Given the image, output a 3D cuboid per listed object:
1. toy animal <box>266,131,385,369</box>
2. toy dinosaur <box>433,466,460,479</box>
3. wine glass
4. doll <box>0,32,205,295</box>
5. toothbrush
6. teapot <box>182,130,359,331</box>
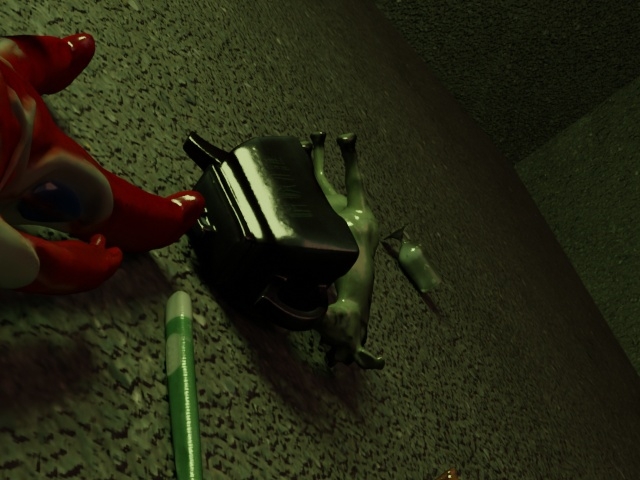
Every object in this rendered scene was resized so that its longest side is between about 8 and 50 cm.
[{"bbox_3d":[0.006,-0.001,0.824,0.217,0.073,0.176,-135,-142,-75],"label":"toy animal"},{"bbox_3d":[0.086,0.198,0.712,0.055,0.049,0.154,60,12,9],"label":"toy dinosaur"},{"bbox_3d":[0.107,0.022,1.161,0.083,0.039,0.042,58,14,1],"label":"wine glass"},{"bbox_3d":[-0.166,-0.053,0.458,0.188,0.099,0.384,54,13,1],"label":"doll"},{"bbox_3d":[-0.068,0.112,0.512,0.024,0.018,0.257,36,24,-31],"label":"toothbrush"},{"bbox_3d":[-0.051,-0.010,0.707,0.096,0.087,0.177,5,46,-42],"label":"teapot"}]
